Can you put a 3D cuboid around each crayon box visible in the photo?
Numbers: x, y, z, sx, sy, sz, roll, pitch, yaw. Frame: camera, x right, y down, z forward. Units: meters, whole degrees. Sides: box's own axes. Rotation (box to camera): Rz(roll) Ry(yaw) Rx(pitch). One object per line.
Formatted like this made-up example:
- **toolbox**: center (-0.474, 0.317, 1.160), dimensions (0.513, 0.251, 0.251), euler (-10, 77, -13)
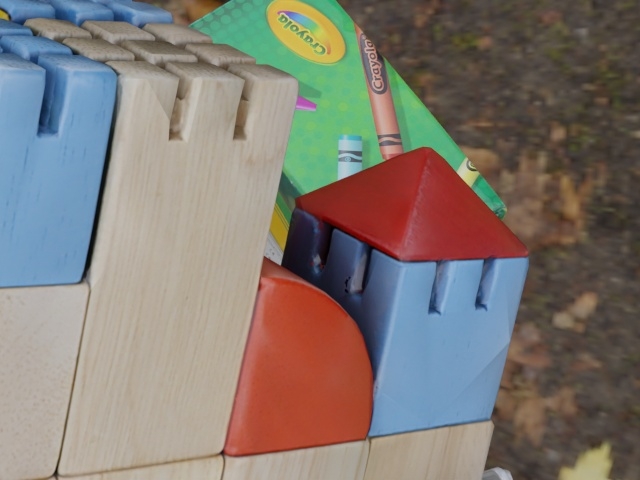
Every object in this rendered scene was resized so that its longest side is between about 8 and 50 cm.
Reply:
- **crayon box**: center (0.000, 0.000, 1.029), dimensions (0.081, 0.278, 0.165), euler (-33, 71, -17)

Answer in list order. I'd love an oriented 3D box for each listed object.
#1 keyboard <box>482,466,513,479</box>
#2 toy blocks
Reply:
- **keyboard**: center (0.085, 0.196, 0.609), dimensions (0.014, 0.072, 0.256), euler (-18, 83, -21)
- **toy blocks**: center (-0.091, 0.051, 0.478), dimensions (0.381, 0.191, 0.261), euler (-2, 111, -41)
